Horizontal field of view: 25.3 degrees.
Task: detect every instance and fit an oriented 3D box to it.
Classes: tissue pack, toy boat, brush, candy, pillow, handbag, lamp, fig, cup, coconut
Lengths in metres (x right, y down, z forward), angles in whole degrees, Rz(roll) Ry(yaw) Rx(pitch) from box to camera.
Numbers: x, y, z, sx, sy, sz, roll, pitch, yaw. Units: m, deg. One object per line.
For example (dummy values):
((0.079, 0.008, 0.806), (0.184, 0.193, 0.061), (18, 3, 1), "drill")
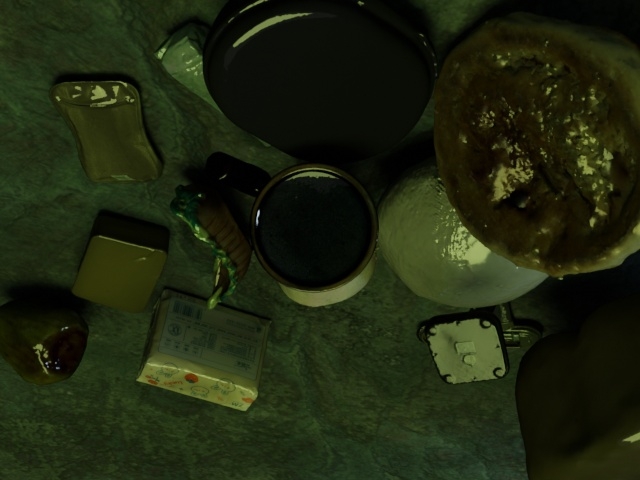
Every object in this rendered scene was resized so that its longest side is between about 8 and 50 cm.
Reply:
((-0.191, 0.183, 2.356), (0.196, 0.148, 0.092), (17, 146, -12), "tissue pack")
((-0.155, 0.009, 2.157), (0.099, 0.108, 0.293), (-25, 148, -7), "toy boat")
((-0.317, 0.037, 2.261), (0.123, 0.059, 0.197), (15, 144, -13), "brush")
((0.206, -0.006, 1.990), (0.295, 0.185, 0.295), (1, 143, 1), "candy")
((-0.300, -0.151, 2.023), (0.130, 0.033, 0.217), (-2, 142, 10), "pillow")
((0.002, -0.218, 1.790), (0.308, 0.093, 0.254), (28, 126, -34), "handbag")
((0.216, 0.142, 2.215), (0.203, 0.125, 0.283), (-10, -176, 20), "lamp")
((-0.474, 0.164, 2.396), (0.165, 0.144, 0.154), (31, 161, 2), "fig")
((-0.021, -0.052, 1.893), (0.166, 0.177, 0.239), (-34, 90, 6), "cup")
((0.000, 0.000, 2.062), (0.170, 0.171, 0.183), (2, 146, 10), "coconut")

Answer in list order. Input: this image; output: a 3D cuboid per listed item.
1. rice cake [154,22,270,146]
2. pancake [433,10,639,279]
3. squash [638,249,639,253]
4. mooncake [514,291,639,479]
((-0.122, -0.210, 1.882), (0.206, 0.063, 0.069), (34, 130, -32), "rice cake")
((0.277, -0.115, 1.738), (0.356, 0.065, 0.356), (19, 121, 36), "pancake")
((0.546, -0.135, 1.678), (0.263, 0.263, 0.384), (22, 143, -17), "squash")
((0.520, 0.241, 2.119), (0.466, 0.262, 0.467), (-6, 155, -3), "mooncake")
